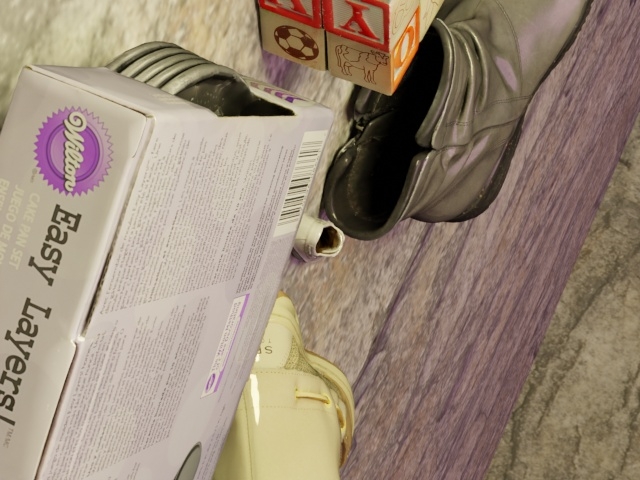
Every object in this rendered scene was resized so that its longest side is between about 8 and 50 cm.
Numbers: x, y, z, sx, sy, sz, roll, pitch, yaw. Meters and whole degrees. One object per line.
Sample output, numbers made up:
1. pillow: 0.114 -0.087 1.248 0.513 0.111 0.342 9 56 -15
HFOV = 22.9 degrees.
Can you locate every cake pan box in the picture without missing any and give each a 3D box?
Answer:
1. cake pan box: -0.091 0.043 0.732 0.246 0.070 0.267 -22 133 -72

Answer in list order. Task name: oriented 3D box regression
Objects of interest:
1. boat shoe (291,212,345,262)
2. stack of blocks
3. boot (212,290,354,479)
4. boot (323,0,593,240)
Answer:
1. boat shoe: 0.000 0.000 1.166 0.100 0.035 0.035 43 69 -73
2. stack of blocks: 0.064 -0.257 0.941 0.171 0.087 0.297 85 30 -59
3. boot: -0.020 0.168 1.036 0.262 0.095 0.203 70 9 -62
4. boot: 0.119 -0.160 1.234 0.223 0.118 0.338 -6 112 -67
